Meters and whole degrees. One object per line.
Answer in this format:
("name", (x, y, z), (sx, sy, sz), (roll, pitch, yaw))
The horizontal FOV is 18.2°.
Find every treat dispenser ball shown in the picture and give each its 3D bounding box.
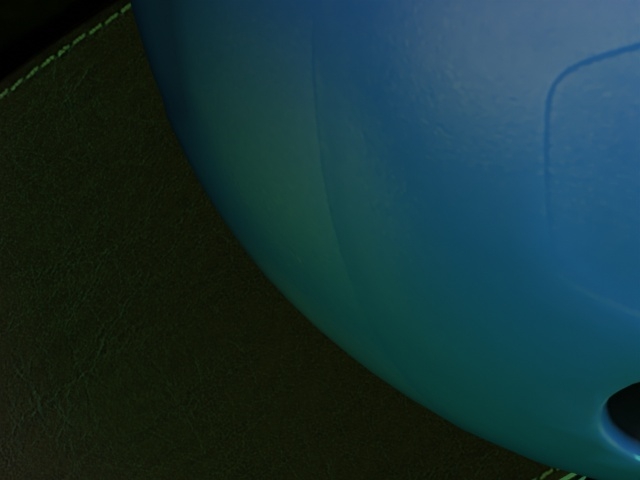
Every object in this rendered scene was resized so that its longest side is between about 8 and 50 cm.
("treat dispenser ball", (0.096, -0.086, 0.456), (0.288, 0.288, 0.288), (-18, 153, -10))

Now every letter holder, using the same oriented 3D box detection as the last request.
("letter holder", (0.000, 0.000, 0.719), (0.302, 0.214, 0.152), (-32, -176, 10))

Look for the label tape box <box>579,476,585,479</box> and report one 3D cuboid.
("label tape box", (0.243, 0.029, 0.977), (0.348, 0.115, 0.249), (-12, 151, -16))
